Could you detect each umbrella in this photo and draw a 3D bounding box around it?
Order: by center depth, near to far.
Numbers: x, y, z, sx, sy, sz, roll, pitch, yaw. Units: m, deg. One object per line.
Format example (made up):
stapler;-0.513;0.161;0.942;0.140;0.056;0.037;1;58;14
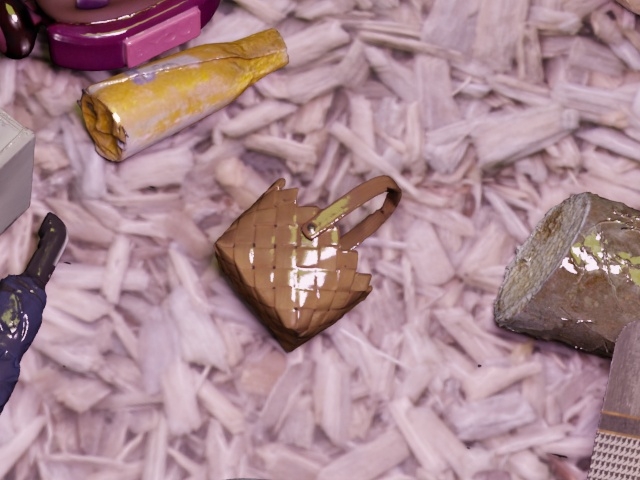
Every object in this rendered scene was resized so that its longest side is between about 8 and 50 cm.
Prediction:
umbrella;-0.283;0.078;1.722;0.071;0.071;0.248;25;62;2

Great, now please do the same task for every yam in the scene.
yam;0.306;0.049;1.817;0.254;0.154;0.154;20;61;2

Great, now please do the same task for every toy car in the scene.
toy car;-0.237;-0.349;1.845;0.271;0.240;0.341;-29;64;-21

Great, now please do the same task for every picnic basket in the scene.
picnic basket;0.000;0.000;1.783;0.178;0.128;0.138;-39;79;-8

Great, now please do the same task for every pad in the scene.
pad;0.257;0.191;1.718;0.323;0.055;0.250;10;91;-24

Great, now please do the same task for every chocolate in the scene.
chocolate;-0.128;-0.153;1.871;0.219;0.085;0.085;-28;72;-27

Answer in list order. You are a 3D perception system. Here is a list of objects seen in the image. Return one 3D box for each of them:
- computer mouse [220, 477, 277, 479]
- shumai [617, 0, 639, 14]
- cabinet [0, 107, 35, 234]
computer mouse;-0.021;0.268;1.680;0.229;0.068;0.113;14;79;-17
shumai;0.383;-0.334;2.040;0.201;0.120;0.201;6;60;-10
cabinet;-0.386;-0.080;1.736;0.206;0.145;0.150;38;63;9
